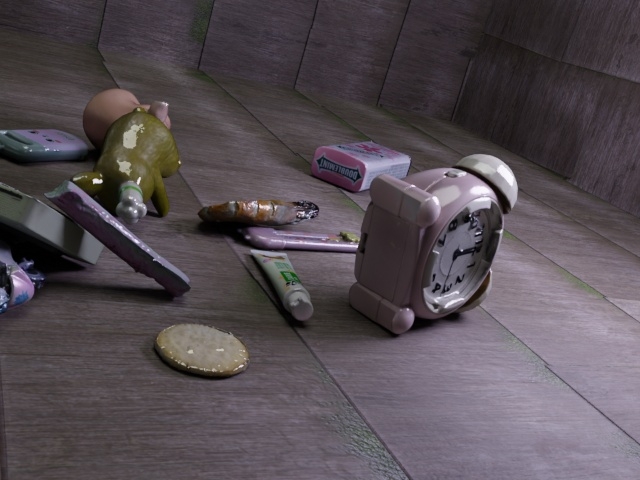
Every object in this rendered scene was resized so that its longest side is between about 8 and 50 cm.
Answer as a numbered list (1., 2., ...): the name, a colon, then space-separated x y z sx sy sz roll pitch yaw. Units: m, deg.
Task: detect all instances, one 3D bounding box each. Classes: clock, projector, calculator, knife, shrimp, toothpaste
1. clock: 0.234 0.004 1.531 0.326 0.342 0.184 -11 37 -38
2. projector: -0.523 -0.041 1.283 0.257 0.079 0.259 20 -11 15
3. calculator: -0.677 -0.229 1.870 0.141 0.045 0.246 25 20 26
4. knife: 0.000 -0.001 1.791 0.399 0.038 0.132 3 20 -33
5. shrimp: -0.145 -0.062 1.778 0.164 0.062 0.317 -2 0 42
6. toothpaste: -0.070 0.076 1.506 0.058 0.056 0.314 53 -1 -25

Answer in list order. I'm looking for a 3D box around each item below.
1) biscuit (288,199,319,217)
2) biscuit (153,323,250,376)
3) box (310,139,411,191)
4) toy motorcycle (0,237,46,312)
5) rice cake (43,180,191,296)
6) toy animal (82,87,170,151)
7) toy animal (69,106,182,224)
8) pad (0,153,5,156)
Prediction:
1. biscuit: -0.046 -0.083 2.004 0.089 0.027 0.087 10 20 -17
2. biscuit: -0.179 0.166 1.192 0.152 0.020 0.152 14 19 -5
3. box: 0.140 -0.245 2.495 0.190 0.112 0.370 25 21 22
4. toy motorcycle: -0.511 0.047 1.121 0.239 0.108 0.204 6 21 -27
5. rice cake: -0.326 0.004 1.283 0.290 0.051 0.081 44 -15 -31
6. toy animal: -0.483 -0.273 1.973 0.256 0.195 0.213 27 -4 25
7. toy animal: -0.414 -0.127 1.647 0.181 0.180 0.363 9 41 -1
8. pad: -0.859 -0.246 1.838 0.164 0.004 0.243 1 24 -37
